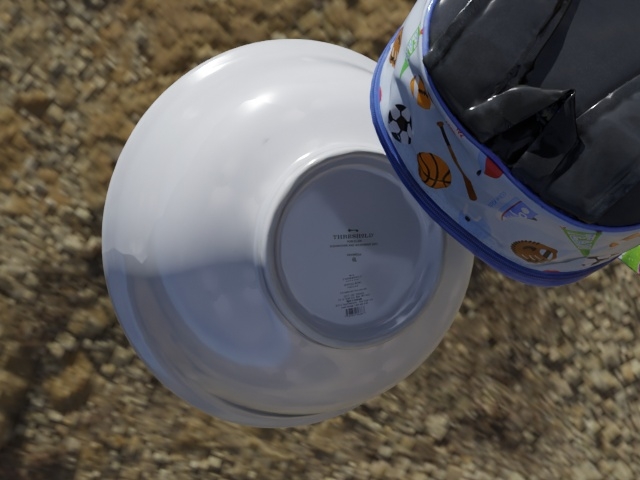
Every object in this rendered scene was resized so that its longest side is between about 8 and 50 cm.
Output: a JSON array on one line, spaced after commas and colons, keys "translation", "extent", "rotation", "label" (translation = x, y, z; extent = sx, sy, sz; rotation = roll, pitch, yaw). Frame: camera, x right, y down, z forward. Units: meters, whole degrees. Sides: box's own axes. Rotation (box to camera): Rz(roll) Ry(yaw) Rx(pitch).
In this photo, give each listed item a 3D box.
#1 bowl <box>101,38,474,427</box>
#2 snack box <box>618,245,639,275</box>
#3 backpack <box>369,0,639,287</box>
[{"translation": [0.000, 0.000, 1.247], "extent": [0.297, 0.134, 0.298], "rotation": [-2, 95, -22], "label": "bowl"}, {"translation": [0.280, -0.066, 1.365], "extent": [0.207, 0.070, 0.175], "rotation": [44, 116, 51], "label": "snack box"}, {"translation": [0.164, -0.106, 1.161], "extent": [0.276, 0.213, 0.263], "rotation": [43, 53, 7], "label": "backpack"}]
